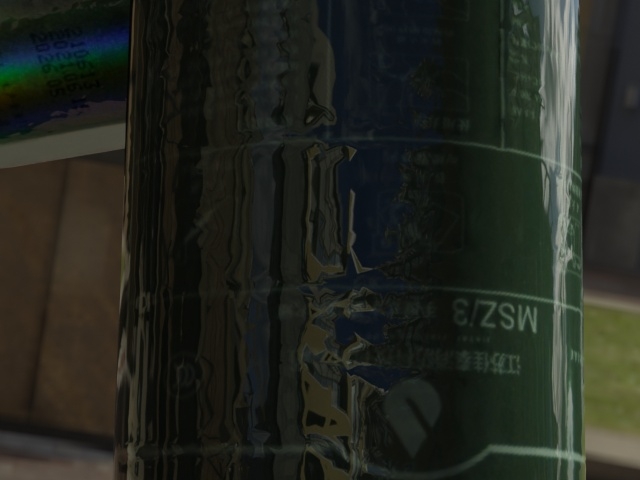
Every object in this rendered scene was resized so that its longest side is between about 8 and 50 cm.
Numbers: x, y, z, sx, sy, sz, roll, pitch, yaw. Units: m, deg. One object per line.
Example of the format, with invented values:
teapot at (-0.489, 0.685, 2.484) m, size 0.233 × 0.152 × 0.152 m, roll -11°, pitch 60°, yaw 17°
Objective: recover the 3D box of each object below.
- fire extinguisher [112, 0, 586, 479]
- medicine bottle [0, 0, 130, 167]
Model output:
fire extinguisher at (0.000, 0.000, 0.397) m, size 0.114 × 0.311 × 0.095 m, roll 2°, pitch -10°, yaw -16°
medicine bottle at (-0.027, -0.099, 0.662) m, size 0.228 × 0.121 × 0.083 m, roll -10°, pitch 36°, yaw 5°
